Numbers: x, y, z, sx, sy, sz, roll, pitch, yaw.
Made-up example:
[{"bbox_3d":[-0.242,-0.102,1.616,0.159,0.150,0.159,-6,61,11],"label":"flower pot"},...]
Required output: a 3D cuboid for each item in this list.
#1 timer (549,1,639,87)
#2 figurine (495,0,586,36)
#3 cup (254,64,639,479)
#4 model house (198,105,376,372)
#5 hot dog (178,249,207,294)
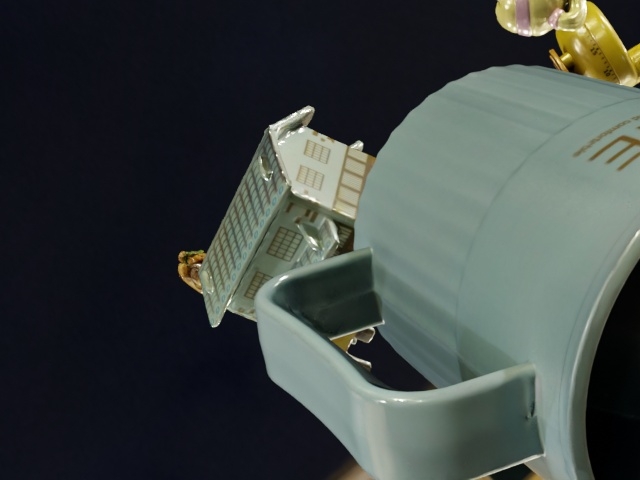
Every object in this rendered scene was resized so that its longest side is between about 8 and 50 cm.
[{"bbox_3d":[0.303,-0.205,1.473,0.109,0.107,0.107,-32,-49,9],"label":"timer"},{"bbox_3d":[0.189,-0.262,1.300,0.083,0.187,0.083,-9,-36,-7],"label":"figurine"},{"bbox_3d":[0.163,0.052,0.890,0.331,0.311,0.257,-44,-63,-6],"label":"cup"},{"bbox_3d":[0.000,0.000,1.542,0.215,0.198,0.224,22,-52,-8],"label":"model house"},{"bbox_3d":[-0.132,0.040,1.653,0.049,0.037,0.122,-48,-36,2],"label":"hot dog"}]
